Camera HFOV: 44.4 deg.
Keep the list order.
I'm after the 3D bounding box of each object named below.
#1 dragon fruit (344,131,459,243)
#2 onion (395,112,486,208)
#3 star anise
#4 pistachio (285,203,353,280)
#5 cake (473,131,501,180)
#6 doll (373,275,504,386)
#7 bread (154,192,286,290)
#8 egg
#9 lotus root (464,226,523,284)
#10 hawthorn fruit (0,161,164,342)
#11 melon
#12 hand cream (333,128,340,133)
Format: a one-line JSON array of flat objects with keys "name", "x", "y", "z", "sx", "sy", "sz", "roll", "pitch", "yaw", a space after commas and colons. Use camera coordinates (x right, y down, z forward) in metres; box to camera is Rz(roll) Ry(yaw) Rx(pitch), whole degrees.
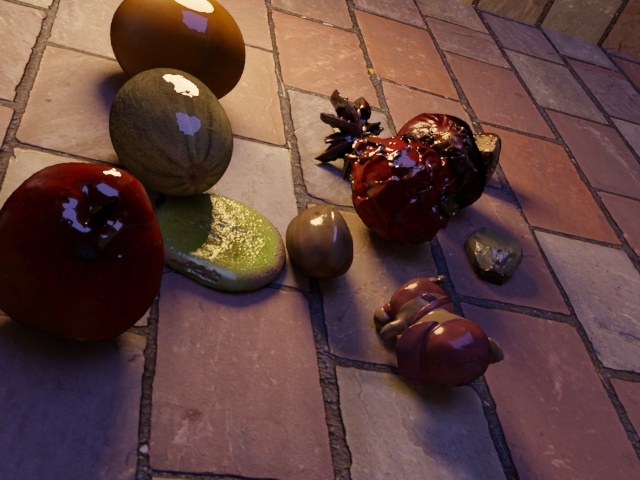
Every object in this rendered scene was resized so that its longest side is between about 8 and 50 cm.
[{"name": "dragon fruit", "x": 0.185, "y": -0.126, "z": 1.825, "sx": 0.244, "sy": 0.244, "sz": 0.298, "roll": -16, "pitch": 65, "yaw": -42}, {"name": "onion", "x": 0.310, "y": -0.194, "z": 2.007, "sx": 0.281, "sy": 0.281, "sz": 0.221, "roll": 37, "pitch": 68, "yaw": 18}, {"name": "star anise", "x": 0.091, "y": -0.260, "z": 2.028, "sx": 0.212, "sy": 0.129, "sz": 0.282, "roll": -34, "pitch": 98, "yaw": -39}, {"name": "pistachio", "x": 0.000, "y": 0.000, "z": 1.654, "sx": 0.138, "sy": 0.153, "sz": 0.238, "roll": 24, "pitch": 8, "yaw": -16}, {"name": "cake", "x": 0.394, "y": -0.271, "z": 2.226, "sx": 0.246, "sy": 0.135, "sz": 0.112, "roll": 32, "pitch": 37, "yaw": 11}, {"name": "doll", "x": 0.220, "y": 0.189, "z": 1.526, "sx": 0.196, "sy": 0.152, "sz": 0.256, "roll": -24, "pitch": 33, "yaw": -8}, {"name": "bread", "x": -0.206, "y": -0.009, "z": 1.625, "sx": 0.302, "sy": 0.045, "sz": 0.301, "roll": 16, "pitch": 35, "yaw": -12}, {"name": "egg", "x": -0.353, "y": -0.483, "z": 1.941, "sx": 0.351, "sy": 0.282, "sz": 0.282, "roll": 28, "pitch": 35, "yaw": 15}, {"name": "lotus root", "x": 0.425, "y": 0.037, "z": 1.903, "sx": 0.143, "sy": 0.070, "sz": 0.144, "roll": 22, "pitch": 36, "yaw": -2}, {"name": "hawthorn fruit", "x": -0.368, "y": 0.007, "z": 1.236, "sx": 0.285, "sy": 0.369, "sz": 0.284, "roll": 13, "pitch": 62, "yaw": -25}, {"name": "melon", "x": -0.316, "y": -0.228, "z": 1.667, "sx": 0.249, "sy": 0.248, "sz": 0.329, "roll": -2, "pitch": 36, "yaw": -32}, {"name": "hand cream", "x": 0.062, "y": -0.294, "z": 2.157, "sx": 0.061, "sy": 0.039, "sz": 0.143, "roll": 2, "pitch": 32, "yaw": -14}]
